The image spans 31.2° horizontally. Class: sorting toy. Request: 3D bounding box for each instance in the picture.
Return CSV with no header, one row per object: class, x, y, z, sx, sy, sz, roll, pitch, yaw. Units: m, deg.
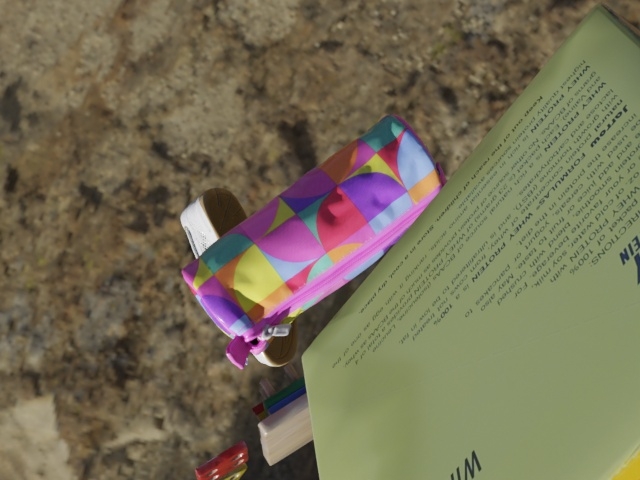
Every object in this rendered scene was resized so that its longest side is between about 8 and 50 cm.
sorting toy,-0.010,0.137,1.008,0.275,0.132,0.046,-31,71,-12

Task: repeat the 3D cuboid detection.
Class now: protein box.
protein box,0.111,0.057,0.408,0.200,0.136,0.201,-51,21,18

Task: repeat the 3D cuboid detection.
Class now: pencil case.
pencil case,0.000,0.000,0.947,0.236,0.104,0.104,-40,39,-5

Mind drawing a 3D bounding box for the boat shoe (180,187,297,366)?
boat shoe,-0.123,0.062,1.687,0.096,0.098,0.277,-29,82,42
